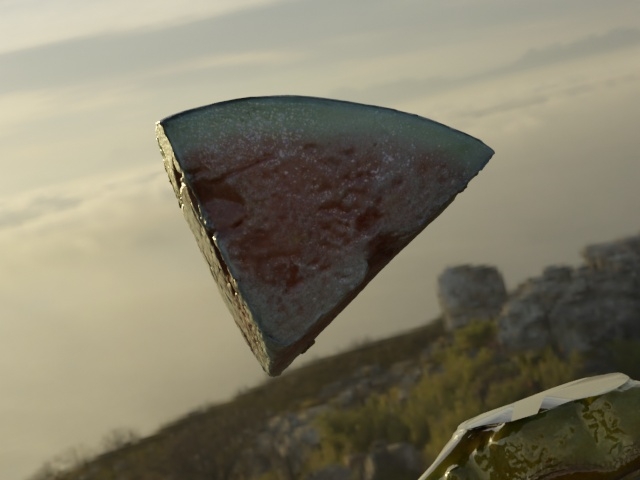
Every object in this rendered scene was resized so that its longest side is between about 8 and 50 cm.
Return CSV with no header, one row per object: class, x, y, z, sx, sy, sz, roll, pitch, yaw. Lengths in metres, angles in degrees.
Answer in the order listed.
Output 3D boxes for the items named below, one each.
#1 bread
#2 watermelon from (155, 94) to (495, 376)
bread,0.170,0.158,0.927,0.233,0.088,0.161,-25,1,23
watermelon,0.000,0.000,1.001,0.262,0.201,0.213,0,-16,-7
